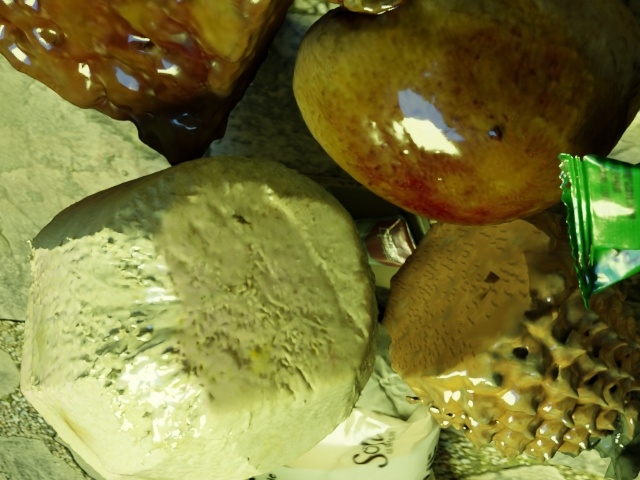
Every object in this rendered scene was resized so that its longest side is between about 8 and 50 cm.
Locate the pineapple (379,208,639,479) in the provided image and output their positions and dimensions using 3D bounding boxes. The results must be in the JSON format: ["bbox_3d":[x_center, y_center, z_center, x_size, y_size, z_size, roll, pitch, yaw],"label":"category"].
[{"bbox_3d":[0.229,0.125,1.476,0.223,0.223,0.357,-7,144,45],"label":"pineapple"}]

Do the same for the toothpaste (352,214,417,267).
[{"bbox_3d":[0.000,0.000,1.627,0.239,0.039,0.062,1,124,38],"label":"toothpaste"}]

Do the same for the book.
[{"bbox_3d":[0.030,-0.009,1.637,0.199,0.016,0.138,8,135,36],"label":"book"}]

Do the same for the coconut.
[{"bbox_3d":[-0.127,0.080,1.472,0.297,0.297,0.309,47,149,-13],"label":"coconut"}]

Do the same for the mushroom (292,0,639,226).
[{"bbox_3d":[0.107,-0.132,1.269,0.263,0.195,0.283,-29,107,41],"label":"mushroom"}]

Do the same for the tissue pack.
[{"bbox_3d":[-0.036,0.204,1.758,0.390,0.195,0.375,15,141,16],"label":"tissue pack"}]

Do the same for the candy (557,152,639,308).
[{"bbox_3d":[0.281,-0.036,1.247,0.078,0.203,0.141,55,161,34],"label":"candy"}]

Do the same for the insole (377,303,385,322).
[{"bbox_3d":[0.027,0.154,1.830,0.110,0.012,0.309,36,145,0],"label":"insole"}]

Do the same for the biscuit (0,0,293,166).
[{"bbox_3d":[-0.173,-0.275,1.379,0.343,0.166,0.395,36,147,0],"label":"biscuit"}]
